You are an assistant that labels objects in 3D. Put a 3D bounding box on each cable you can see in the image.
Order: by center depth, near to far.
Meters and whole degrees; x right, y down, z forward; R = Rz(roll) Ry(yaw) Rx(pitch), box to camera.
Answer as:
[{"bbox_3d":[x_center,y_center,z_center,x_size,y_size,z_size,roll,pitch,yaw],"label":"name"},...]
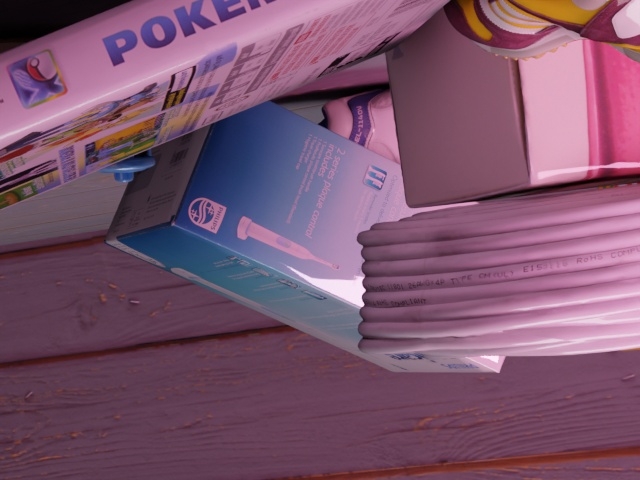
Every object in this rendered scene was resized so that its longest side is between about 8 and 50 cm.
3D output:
[{"bbox_3d":[0.147,0.015,1.027,0.257,0.089,0.257,-6,179,-39],"label":"cable"}]

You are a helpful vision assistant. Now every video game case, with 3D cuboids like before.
[{"bbox_3d":[-0.075,-0.076,0.850,0.300,0.036,0.329,-23,-179,-8],"label":"video game case"}]

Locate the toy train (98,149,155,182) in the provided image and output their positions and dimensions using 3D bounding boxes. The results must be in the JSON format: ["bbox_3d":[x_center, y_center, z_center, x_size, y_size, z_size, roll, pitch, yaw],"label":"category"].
[{"bbox_3d":[-0.187,-0.073,1.150,0.184,0.080,0.105,-9,-171,-34],"label":"toy train"}]

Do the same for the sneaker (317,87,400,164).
[{"bbox_3d":[0.055,-0.089,1.591,0.131,0.111,0.296,5,173,1],"label":"sneaker"}]

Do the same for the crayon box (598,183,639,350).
[{"bbox_3d":[0.377,-0.009,1.732,0.202,0.318,0.081,-10,178,43],"label":"crayon box"}]

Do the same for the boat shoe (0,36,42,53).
[{"bbox_3d":[-0.230,-0.069,0.993,0.224,0.073,0.080,-7,179,-15],"label":"boat shoe"}]

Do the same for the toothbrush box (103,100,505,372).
[{"bbox_3d":[0.000,0.000,1.463,0.295,0.126,0.216,26,167,-16],"label":"toothbrush box"}]

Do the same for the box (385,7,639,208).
[{"bbox_3d":[0.173,-0.096,1.037,0.232,0.126,0.148,-7,179,-25],"label":"box"}]

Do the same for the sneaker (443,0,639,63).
[{"bbox_3d":[0.104,-0.129,0.835,0.084,0.069,0.185,32,170,-31],"label":"sneaker"}]
